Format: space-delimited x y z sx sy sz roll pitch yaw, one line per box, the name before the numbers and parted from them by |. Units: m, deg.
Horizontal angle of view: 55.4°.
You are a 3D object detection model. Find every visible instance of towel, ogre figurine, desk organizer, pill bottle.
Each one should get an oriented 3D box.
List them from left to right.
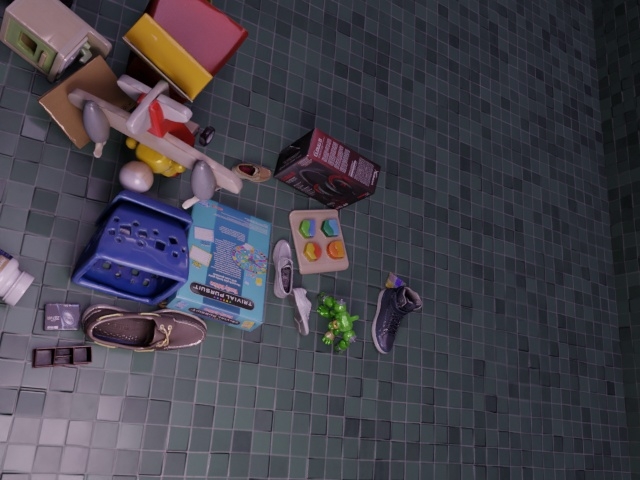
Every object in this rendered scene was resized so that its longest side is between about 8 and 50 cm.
pill bottle | -0.773 0.069 1.416 0.187 0.112 0.112 37 60 -20
desk organizer | -0.629 0.283 1.488 0.130 0.050 0.047 2 76 -33
ogre figurine | 0.054 0.254 1.906 0.097 0.118 0.196 8 72 -32
towel | 0.264 0.155 2.137 0.083 0.009 0.060 38 59 -19

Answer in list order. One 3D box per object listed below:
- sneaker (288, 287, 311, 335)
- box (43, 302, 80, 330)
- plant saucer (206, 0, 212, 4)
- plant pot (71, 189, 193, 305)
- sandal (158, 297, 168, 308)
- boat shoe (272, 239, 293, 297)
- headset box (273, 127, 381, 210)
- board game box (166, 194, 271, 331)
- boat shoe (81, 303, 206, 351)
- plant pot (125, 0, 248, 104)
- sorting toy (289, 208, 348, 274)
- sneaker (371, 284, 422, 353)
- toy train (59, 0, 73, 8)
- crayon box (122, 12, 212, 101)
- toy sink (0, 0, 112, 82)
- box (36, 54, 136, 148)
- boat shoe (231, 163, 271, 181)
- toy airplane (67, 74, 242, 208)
sneaker | -0.053 0.218 1.886 0.061 0.054 0.152 -7 80 -37
box | -0.645 0.191 1.523 0.083 0.018 0.067 6 74 -32
plant saucer | -0.441 -0.836 1.923 0.188 0.045 0.188 4 74 -33
plant pot | -0.471 0.015 1.563 0.236 0.236 0.212 21 59 -28
sandal | -0.361 0.180 1.692 0.180 0.072 0.049 0 108 -36
boat shoe | -0.111 0.084 1.877 0.066 0.063 0.184 17 68 -29
headset box | 0.007 -0.227 1.946 0.293 0.218 0.110 27 64 -26
board game box | -0.277 0.062 1.719 0.254 0.079 0.335 22 52 -27
boat shoe | -0.443 0.235 1.574 0.325 0.097 0.116 13 99 -29
plant pot | -0.411 -0.544 1.748 0.267 0.267 0.235 32 75 -23
sorting toy | 0.000 0.000 1.989 0.193 0.038 0.208 -4 79 -34
sneaker | 0.253 0.257 2.010 0.086 0.163 0.226 18 69 -30
toy train | -0.803 -0.728 1.607 0.334 0.142 0.190 -2 88 -34
crayon box | -0.373 -0.440 1.480 0.203 0.323 0.083 42 91 -22
toy sink | -0.699 -0.519 1.602 0.234 0.153 0.131 39 59 -20
box | -0.615 -0.368 1.618 0.201 0.021 0.164 -44 131 -16
boat shoe | -0.210 -0.213 1.904 0.136 0.045 0.050 0 77 -33
toy airplane | -0.424 -0.242 1.549 0.384 0.386 0.272 33 85 -42
